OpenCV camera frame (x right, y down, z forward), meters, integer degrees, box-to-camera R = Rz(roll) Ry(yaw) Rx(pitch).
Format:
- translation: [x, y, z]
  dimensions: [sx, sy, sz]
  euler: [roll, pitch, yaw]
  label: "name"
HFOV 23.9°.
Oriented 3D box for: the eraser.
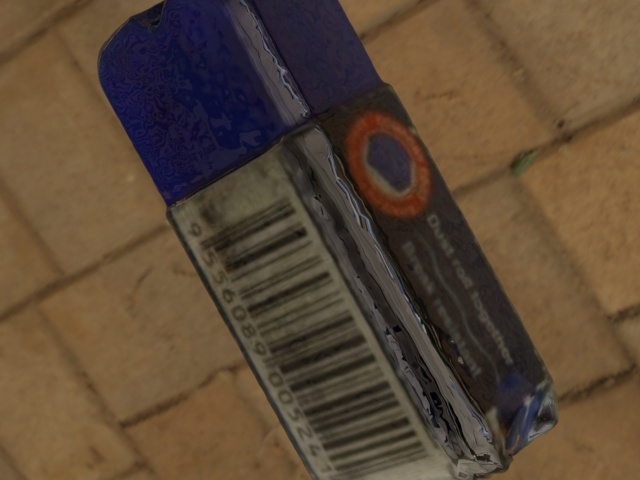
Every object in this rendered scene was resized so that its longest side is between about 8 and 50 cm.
- translation: [0.000, 0.000, 0.895]
  dimensions: [0.155, 0.101, 0.332]
  euler: [-27, 92, 45]
  label: "eraser"
